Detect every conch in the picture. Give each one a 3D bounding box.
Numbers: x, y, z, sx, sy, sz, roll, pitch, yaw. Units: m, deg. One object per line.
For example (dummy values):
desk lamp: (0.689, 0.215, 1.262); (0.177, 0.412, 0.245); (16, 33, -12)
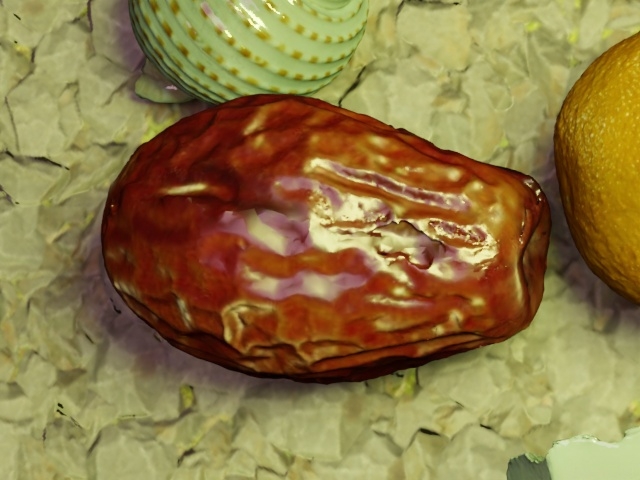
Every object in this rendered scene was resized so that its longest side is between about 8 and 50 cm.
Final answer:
conch: (-0.066, -0.167, 1.259); (0.200, 0.131, 0.172); (-21, 71, 16)

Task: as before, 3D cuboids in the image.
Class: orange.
orange: (0.246, -0.046, 1.112); (0.206, 0.206, 0.206); (-3, 80, 18)

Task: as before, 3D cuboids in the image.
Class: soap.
soap: (0.191, 0.163, 1.072); (0.145, 0.230, 0.091); (-12, 77, 17)

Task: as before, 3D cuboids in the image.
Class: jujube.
jujube: (0.000, 0.000, 1.184); (0.290, 0.197, 0.197); (5, 83, 18)
